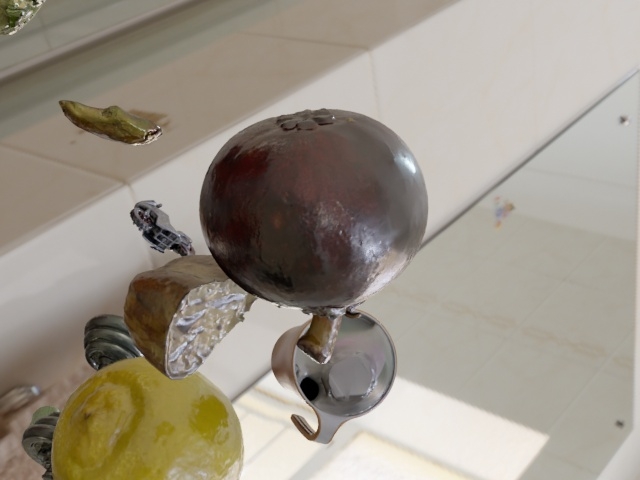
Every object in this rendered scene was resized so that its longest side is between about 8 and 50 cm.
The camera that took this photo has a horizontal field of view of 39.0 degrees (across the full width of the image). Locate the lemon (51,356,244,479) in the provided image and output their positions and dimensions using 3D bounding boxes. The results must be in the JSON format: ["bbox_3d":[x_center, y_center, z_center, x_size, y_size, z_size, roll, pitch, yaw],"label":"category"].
[{"bbox_3d":[-0.296,0.370,1.583,0.348,0.348,0.347,27,-45,31],"label":"lemon"}]

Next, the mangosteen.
[{"bbox_3d":[0.000,0.000,0.916,0.236,0.236,0.261,11,-65,42],"label":"mangosteen"}]

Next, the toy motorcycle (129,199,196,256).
[{"bbox_3d":[-0.407,-0.028,2.310,0.080,0.122,0.215,-39,-52,17],"label":"toy motorcycle"}]

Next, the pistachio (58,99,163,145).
[{"bbox_3d":[-0.343,-0.187,1.473,0.173,0.049,0.089,13,-17,-14],"label":"pistachio"}]

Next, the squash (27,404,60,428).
[{"bbox_3d":[-0.630,0.427,2.057,0.068,0.077,0.219,33,-2,-13],"label":"squash"}]

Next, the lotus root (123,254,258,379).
[{"bbox_3d":[-0.156,0.068,1.008,0.135,0.159,0.095,16,-26,36],"label":"lotus root"}]

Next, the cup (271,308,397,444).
[{"bbox_3d":[0.004,0.232,1.562,0.182,0.226,0.264,18,-12,-15],"label":"cup"}]

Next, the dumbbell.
[{"bbox_3d":[-0.475,0.324,1.894,0.179,0.406,0.179,12,-40,10],"label":"dumbbell"}]

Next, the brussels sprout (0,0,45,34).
[{"bbox_3d":[-0.359,-0.329,1.078,0.139,0.101,0.181,-100,-159,-54],"label":"brussels sprout"}]
